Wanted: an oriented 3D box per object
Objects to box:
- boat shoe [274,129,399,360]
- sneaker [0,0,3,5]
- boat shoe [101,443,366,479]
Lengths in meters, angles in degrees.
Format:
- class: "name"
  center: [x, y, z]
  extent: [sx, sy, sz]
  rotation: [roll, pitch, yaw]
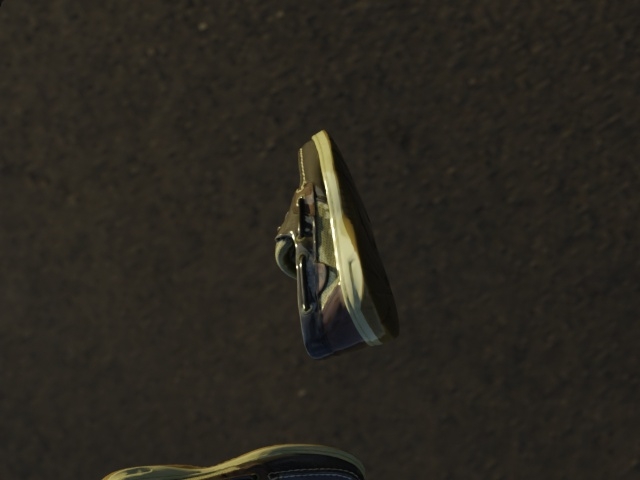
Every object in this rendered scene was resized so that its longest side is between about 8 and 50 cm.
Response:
- class: "boat shoe"
  center: [0.001, 0.001, 1.367]
  extent: [0.224, 0.073, 0.080]
  rotation: [-105, -11, -50]
- class: "sneaker"
  center: [-0.251, -0.143, 0.975]
  extent: [0.110, 0.275, 0.107]
  rotation: [21, 108, 8]
- class: "boat shoe"
  center: [-0.048, 0.149, 1.021]
  extent: [0.049, 0.152, 0.056]
  rotation: [-104, 6, -59]
